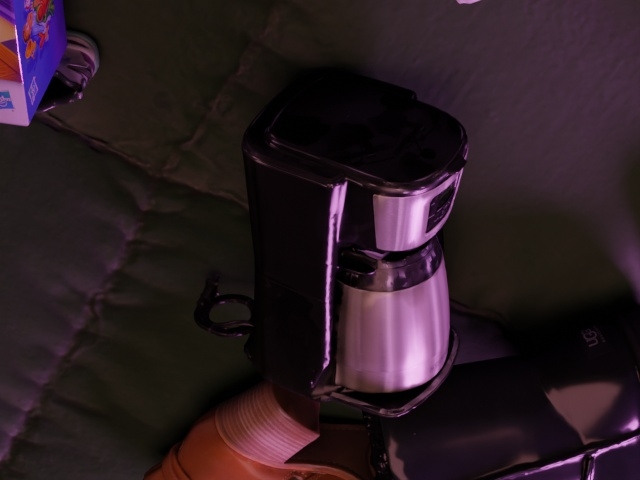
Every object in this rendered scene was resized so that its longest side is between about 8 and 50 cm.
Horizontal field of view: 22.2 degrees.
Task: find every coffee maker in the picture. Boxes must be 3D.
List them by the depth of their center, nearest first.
[{"bbox_3d":[0.000,0.000,0.969,0.171,0.120,0.178,3,128,5],"label":"coffee maker"}]

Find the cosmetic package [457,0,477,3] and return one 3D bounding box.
[{"bbox_3d":[0.158,-0.212,0.786,0.231,0.117,0.085,-18,125,21],"label":"cosmetic package"}]

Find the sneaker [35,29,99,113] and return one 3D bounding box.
[{"bbox_3d":[-0.182,-0.097,0.944,0.098,0.069,0.038,2,128,5],"label":"sneaker"}]

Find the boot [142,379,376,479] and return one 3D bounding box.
[{"bbox_3d":[-0.015,0.183,1.152,0.197,0.073,0.152,41,124,-15],"label":"boot"}]

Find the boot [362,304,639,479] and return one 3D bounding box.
[{"bbox_3d":[0.142,0.169,1.078,0.207,0.094,0.246,-17,119,1],"label":"boot"}]

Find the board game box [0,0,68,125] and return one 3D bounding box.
[{"bbox_3d":[-0.318,-0.194,0.848,0.347,0.078,0.233,8,134,6],"label":"board game box"}]
